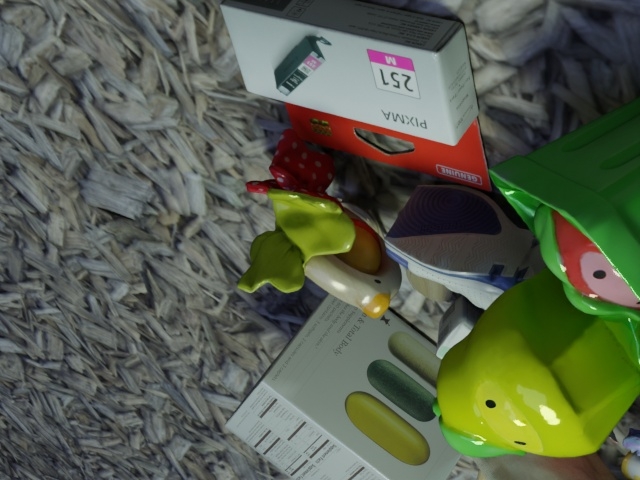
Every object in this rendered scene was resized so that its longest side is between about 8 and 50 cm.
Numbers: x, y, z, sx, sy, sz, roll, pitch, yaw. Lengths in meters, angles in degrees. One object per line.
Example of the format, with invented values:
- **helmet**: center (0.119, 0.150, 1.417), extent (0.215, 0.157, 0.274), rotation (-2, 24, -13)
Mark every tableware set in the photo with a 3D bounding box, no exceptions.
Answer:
- **tableware set**: center (0.091, 0.010, 1.778), extent (0.168, 0.020, 0.141), rotation (18, 145, 30)

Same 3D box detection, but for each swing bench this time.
- **swing bench**: center (0.287, 0.329, 1.752), extent (0.255, 0.165, 0.253), rotation (74, 168, -45)

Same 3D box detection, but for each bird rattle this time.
- **bird rattle**: center (0.000, 0.000, 1.662), extent (0.207, 0.253, 0.143), rotation (37, 105, -10)

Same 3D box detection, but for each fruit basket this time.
- **fruit basket**: center (0.272, 0.093, 1.355), extent (0.392, 0.392, 0.283), rotation (49, 180, -17)

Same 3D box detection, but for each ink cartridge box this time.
- **ink cartridge box**: center (0.040, -0.153, 1.576), extent (0.275, 0.060, 0.239), rotation (18, 143, 31)
- **ink cartridge box**: center (0.236, 0.163, 1.702), extent (0.224, 0.056, 0.181), rotation (40, -171, -1)

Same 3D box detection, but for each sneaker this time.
- **sneaker**: center (0.223, 0.067, 1.609), extent (0.315, 0.127, 0.182), rotation (19, 142, 27)

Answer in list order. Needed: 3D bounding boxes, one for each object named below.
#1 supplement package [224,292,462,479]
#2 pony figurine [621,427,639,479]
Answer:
- **supplement package**: center (0.052, 0.226, 1.929), extent (0.262, 0.199, 0.198), rotation (38, 150, 1)
- **pony figurine**: center (0.482, 0.286, 1.533), extent (0.363, 0.303, 0.351), rotation (36, 157, 50)
